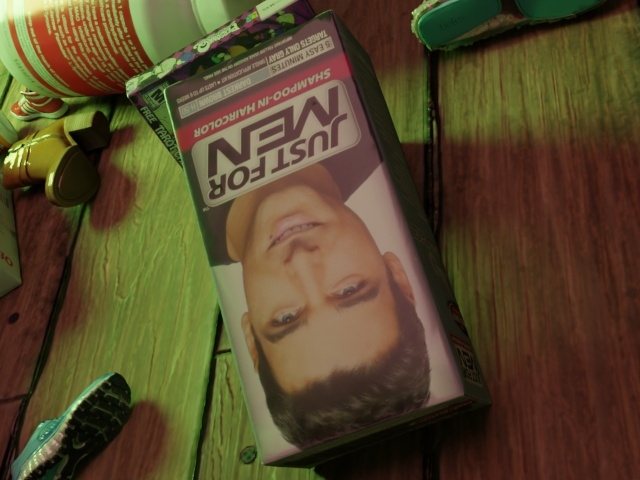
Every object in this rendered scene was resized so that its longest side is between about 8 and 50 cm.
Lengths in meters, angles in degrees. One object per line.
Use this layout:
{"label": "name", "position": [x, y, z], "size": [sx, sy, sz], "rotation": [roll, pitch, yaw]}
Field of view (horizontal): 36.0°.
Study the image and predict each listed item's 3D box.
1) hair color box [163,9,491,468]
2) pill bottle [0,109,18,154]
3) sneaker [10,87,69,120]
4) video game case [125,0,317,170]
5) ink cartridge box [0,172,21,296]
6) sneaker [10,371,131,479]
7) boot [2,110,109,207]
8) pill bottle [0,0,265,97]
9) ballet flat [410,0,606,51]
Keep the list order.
{"label": "hair color box", "position": [0.000, 0.000, 0.905], "size": [0.185, 0.113, 0.374], "rotation": [-23, 70, 15]}
{"label": "pill bottle", "position": [-0.544, -0.142, 1.495], "size": [0.152, 0.086, 0.086], "rotation": [-35, 43, 1]}
{"label": "sneaker", "position": [-0.447, -0.220, 1.515], "size": [0.119, 0.067, 0.042], "rotation": [2, 55, 34]}
{"label": "video game case", "position": [-0.059, -0.130, 1.070], "size": [0.210, 0.232, 0.041], "rotation": [-28, 38, 8]}
{"label": "ink cartridge box", "position": [-0.527, -0.021, 1.316], "size": [0.168, 0.171, 0.232], "rotation": [-31, 43, 5]}
{"label": "sneaker", "position": [-0.272, 0.199, 1.045], "size": [0.162, 0.063, 0.073], "rotation": [-47, 41, -12]}
{"label": "boot", "position": [-0.381, -0.096, 1.366], "size": [0.153, 0.073, 0.197], "rotation": [-15, 35, 19]}
{"label": "pill bottle", "position": [-0.240, -0.319, 1.353], "size": [0.408, 0.229, 0.229], "rotation": [2, 55, 33]}
{"label": "ballet flat", "position": [0.221, -0.287, 1.146], "size": [0.241, 0.091, 0.077], "rotation": [-10, 26, 20]}
